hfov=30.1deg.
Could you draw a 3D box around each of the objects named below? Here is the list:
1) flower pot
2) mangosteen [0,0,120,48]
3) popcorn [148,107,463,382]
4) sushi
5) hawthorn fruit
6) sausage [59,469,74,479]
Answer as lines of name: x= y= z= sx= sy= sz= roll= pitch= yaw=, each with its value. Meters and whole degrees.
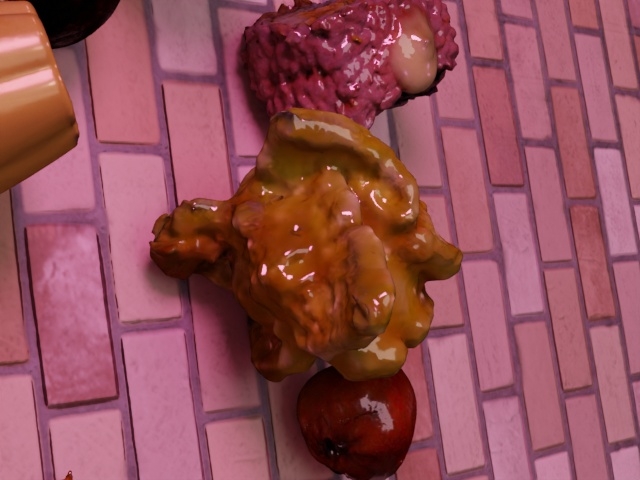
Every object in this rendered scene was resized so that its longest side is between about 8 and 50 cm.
flower pot: x=-0.319 y=-0.121 z=1.058 sx=0.179 sy=0.195 sz=0.195 roll=-19 pitch=94 yaw=-13
mangosteen: x=-0.286 y=-0.284 z=1.169 sx=0.210 sy=0.210 sz=0.210 roll=13 pitch=71 yaw=-42
popcorn: x=0.011 y=0.000 z=1.306 sx=0.290 sy=0.321 sz=0.326 roll=-28 pitch=118 yaw=-45
sushi: x=0.043 y=-0.224 z=1.459 sx=0.270 sy=0.236 sz=0.171 roll=-32 pitch=111 yaw=-48
hawthorn fruit: x=0.051 y=0.200 z=1.426 sx=0.148 sy=0.148 sz=0.172 roll=58 pitch=40 yaw=-17
sausage: x=-0.256 y=0.315 z=1.152 sx=0.062 sy=0.054 sz=0.183 roll=7 pitch=75 yaw=-10
